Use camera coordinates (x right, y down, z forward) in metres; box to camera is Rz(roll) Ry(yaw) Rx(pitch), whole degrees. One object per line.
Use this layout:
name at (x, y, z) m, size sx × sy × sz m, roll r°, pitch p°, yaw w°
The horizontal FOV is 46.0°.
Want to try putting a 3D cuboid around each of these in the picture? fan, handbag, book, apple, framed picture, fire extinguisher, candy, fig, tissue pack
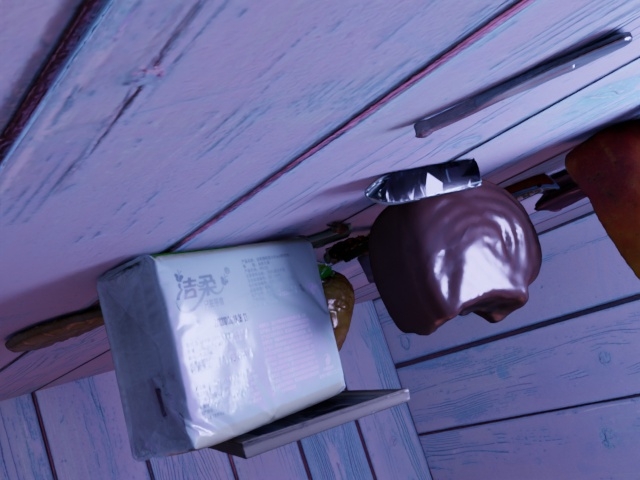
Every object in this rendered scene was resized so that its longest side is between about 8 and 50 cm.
fan at (0.247, -0.191, 0.941) m, size 0.282 × 0.023 × 0.057 m, roll -22°, pitch 179°, yaw 23°
handbag at (0.643, -0.142, 1.877) m, size 0.216 × 0.074 × 0.203 m, roll -27°, pitch 168°, yaw 35°
book at (0.000, 0.000, 1.617) m, size 0.135 × 0.017 × 0.103 m, roll -18°, pitch 171°, yaw -6°
apple at (0.648, -0.063, 1.445) m, size 0.329 × 0.365 × 0.295 m, roll -14°, pitch 152°, yaw -2°
framed picture at (-0.062, 0.348, 1.477) m, size 0.326 × 0.028 × 0.446 m, roll -13°, pitch 174°, yaw -24°
fire extinguisher at (0.035, -0.025, 1.527) m, size 0.028 × 0.022 × 0.083 m, roll 11°, pitch 180°, yaw 18°
candy at (-0.061, 0.083, 1.826) m, size 0.141 × 0.078 × 0.203 m, roll -23°, pitch 165°, yaw 24°
fig at (-0.094, 0.178, 2.043) m, size 0.369 × 0.286 × 0.286 m, roll 20°, pitch 156°, yaw -20°
tissue pack at (-0.171, 0.180, 1.378) m, size 0.205 × 0.331 × 0.405 m, roll -20°, pitch 172°, yaw 39°

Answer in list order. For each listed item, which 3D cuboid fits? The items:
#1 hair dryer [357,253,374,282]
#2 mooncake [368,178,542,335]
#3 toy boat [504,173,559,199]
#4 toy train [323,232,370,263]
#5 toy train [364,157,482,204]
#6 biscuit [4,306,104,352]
hair dryer at (0.240, 0.005, 1.979) m, size 0.301 × 0.121 × 0.361 m, roll -27°, pitch 180°, yaw 1°
mooncake at (0.252, 0.032, 1.409) m, size 0.326 × 0.333 × 0.174 m, roll 29°, pitch 149°, yaw -19°
toy boat at (0.482, -0.107, 1.798) m, size 0.173 × 0.058 × 0.069 m, roll -22°, pitch 170°, yaw 25°
toy train at (0.107, 0.008, 1.704) m, size 0.250 × 0.053 × 0.085 m, roll -19°, pitch 174°, yaw -40°
toy train at (0.165, -0.095, 1.271) m, size 0.252 × 0.055 × 0.048 m, roll -12°, pitch 178°, yaw -33°
biscuit at (-0.554, 0.190, 1.598) m, size 0.290 × 0.038 × 0.141 m, roll -20°, pitch 171°, yaw 9°
